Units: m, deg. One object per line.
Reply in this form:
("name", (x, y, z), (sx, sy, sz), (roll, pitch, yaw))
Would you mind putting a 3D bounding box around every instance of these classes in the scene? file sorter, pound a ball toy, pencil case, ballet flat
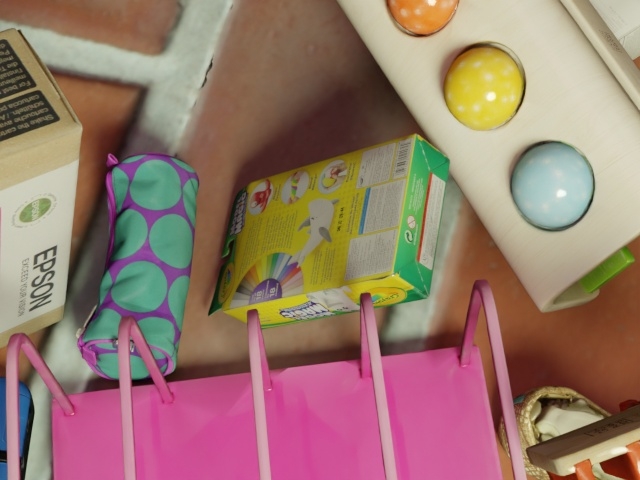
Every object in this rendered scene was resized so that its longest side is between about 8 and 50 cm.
("file sorter", (-0.028, 0.146, 0.798), (0.290, 0.182, 0.202), (-7, 64, -1))
("pound a ball toy", (0.144, -0.141, 0.887), (0.208, 0.135, 0.319), (-40, 70, 29))
("pencil case", (-0.125, 0.017, 0.930), (0.070, 0.064, 0.152), (12, 63, -15))
("ballet flat", (0.205, 0.156, 0.845), (0.206, 0.067, 0.073), (27, 67, 14))

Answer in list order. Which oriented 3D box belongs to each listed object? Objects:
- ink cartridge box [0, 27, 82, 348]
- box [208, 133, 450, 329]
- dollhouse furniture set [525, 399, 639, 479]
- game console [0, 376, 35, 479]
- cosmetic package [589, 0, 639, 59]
("ink cartridge box", (-0.253, 0.002, 0.829), (0.193, 0.235, 0.088), (-26, 66, -26))
("box", (0.000, 0.000, 0.906), (0.179, 0.043, 0.105), (-12, 57, 41))
("dollhouse furniture set", (0.219, 0.202, 0.684), (0.135, 0.262, 0.259), (-21, 87, -5))
("game console", (-0.320, 0.240, 0.853), (0.293, 0.173, 0.250), (-7, 33, -1))
("cosmetic package", (0.141, -0.215, 1.032), (0.099, 0.060, 0.239), (-32, 67, -14))
